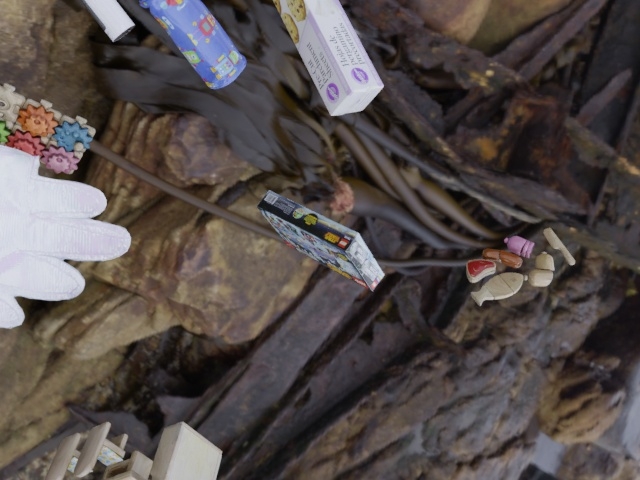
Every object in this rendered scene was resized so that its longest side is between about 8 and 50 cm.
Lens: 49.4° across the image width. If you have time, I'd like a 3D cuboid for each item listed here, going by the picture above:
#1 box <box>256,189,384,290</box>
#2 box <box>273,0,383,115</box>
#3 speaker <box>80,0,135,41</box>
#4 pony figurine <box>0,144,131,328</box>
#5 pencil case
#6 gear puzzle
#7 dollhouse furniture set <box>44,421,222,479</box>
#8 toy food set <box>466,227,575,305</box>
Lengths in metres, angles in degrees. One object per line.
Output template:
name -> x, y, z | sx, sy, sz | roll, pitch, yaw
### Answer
box -> 0.000, 0.000, 0.787 | 0.027, 0.137, 0.094 | -54, 143, -13
box -> -0.015, -0.337, 1.017 | 0.063, 0.067, 0.324 | -16, 75, -35
speaker -> -0.413, -0.446, 1.313 | 0.055, 0.055, 0.136 | -44, 107, -21
pony figurine -> -0.253, 0.093, 0.315 | 0.363, 0.303, 0.351 | -32, 157, 16
pencil case -> -0.318, -0.516, 1.713 | 0.306, 0.133, 0.119 | 48, 55, -37
gear puzzle -> -0.680, -0.254, 1.526 | 0.339, 0.044, 0.175 | 24, 131, -27
dollhouse furniture set -> -0.294, 0.413, 1.112 | 0.212, 0.242, 0.161 | 47, 32, -29
toy food set -> 0.214, 0.029, 0.777 | 0.122, 0.078, 0.019 | -18, 140, -7
